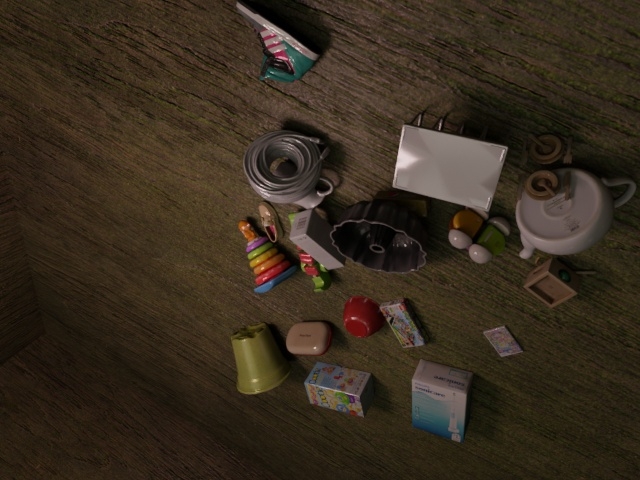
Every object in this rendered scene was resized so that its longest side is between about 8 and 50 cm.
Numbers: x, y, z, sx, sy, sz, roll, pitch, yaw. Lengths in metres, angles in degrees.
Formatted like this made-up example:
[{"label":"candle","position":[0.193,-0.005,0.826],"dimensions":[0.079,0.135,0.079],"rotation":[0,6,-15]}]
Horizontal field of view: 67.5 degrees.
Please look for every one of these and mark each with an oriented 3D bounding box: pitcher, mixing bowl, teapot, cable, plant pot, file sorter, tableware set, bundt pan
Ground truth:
[{"label":"pitcher","position":[-0.069,-0.200,1.694],"dimensions":[0.207,0.125,0.178],"rotation":[37,126,-10]},{"label":"mixing bowl","position":[0.161,0.324,1.931],"dimensions":[0.182,0.098,0.181],"rotation":[15,127,22]},{"label":"teapot","position":[0.679,-0.066,1.305],"dimensions":[0.256,0.252,0.187],"rotation":[13,170,47]},{"label":"cable","position":[-0.124,-0.250,1.601],"dimensions":[0.257,0.257,0.089],"rotation":[23,162,6]},{"label":"plant pot","position":[-0.299,0.537,2.261],"dimensions":[0.276,0.276,0.253],"rotation":[-7,105,34]},{"label":"file sorter","position":[0.378,-0.237,1.366],"dimensions":[0.278,0.173,0.192],"rotation":[18,127,19]},{"label":"tableware set","position":[0.592,-0.200,1.269],"dimensions":[0.128,0.194,0.039],"rotation":[3,162,32]},{"label":"bundt pan","position":[0.204,-0.021,1.597],"dimensions":[0.331,0.124,0.330],"rotation":[16,152,9]}]

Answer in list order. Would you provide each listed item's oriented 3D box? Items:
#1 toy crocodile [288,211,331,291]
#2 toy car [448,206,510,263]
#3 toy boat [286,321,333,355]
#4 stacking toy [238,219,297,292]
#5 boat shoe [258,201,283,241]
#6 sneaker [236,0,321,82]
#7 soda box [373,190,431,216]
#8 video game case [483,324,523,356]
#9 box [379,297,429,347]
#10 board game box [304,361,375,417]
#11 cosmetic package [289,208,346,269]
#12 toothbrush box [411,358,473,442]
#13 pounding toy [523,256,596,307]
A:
[{"label":"toy crocodile","position":[-0.042,0.044,1.850],"dimensions":[0.115,0.105,0.340],"rotation":[-2,119,31]},{"label":"toy car","position":[0.483,-0.018,1.494],"dimensions":[0.182,0.159,0.136],"rotation":[36,166,3]},{"label":"toy boat","position":[-0.035,0.447,2.123],"dimensions":[0.231,0.150,0.151],"rotation":[-7,146,33]},{"label":"stacking toy","position":[-0.245,0.047,1.959],"dimensions":[0.175,0.166,0.301],"rotation":[-30,92,52]},{"label":"boat shoe","position":[-0.202,-0.071,1.895],"dimensions":[0.063,0.059,0.170],"rotation":[-11,115,35]},{"label":"sneaker","position":[-0.159,-0.591,1.477],"dimensions":[0.296,0.124,0.178],"rotation":[38,123,1]},{"label":"soda box","position":[0.270,-0.122,1.585],"dimensions":[0.182,0.058,0.061],"rotation":[5,124,27]},{"label":"video game case","position":[0.659,0.364,1.726],"dimensions":[0.087,0.011,0.122],"rotation":[-30,103,40]},{"label":"box","position":[0.330,0.324,1.873],"dimensions":[0.114,0.036,0.206],"rotation":[-19,110,38]},{"label":"board game box","position":[0.089,0.677,2.185],"dimensions":[0.276,0.144,0.142],"rotation":[5,124,28]},{"label":"cosmetic package","position":[0.000,0.000,1.732],"dimensions":[0.086,0.117,0.231],"rotation":[-14,138,36]},{"label":"toothbrush box","position":[0.492,0.651,1.944],"dimensions":[0.217,0.126,0.295],"rotation":[9,126,26]},{"label":"pounding toy","position":[0.735,0.120,1.471],"dimensions":[0.130,0.100,0.141],"rotation":[37,143,3]}]
